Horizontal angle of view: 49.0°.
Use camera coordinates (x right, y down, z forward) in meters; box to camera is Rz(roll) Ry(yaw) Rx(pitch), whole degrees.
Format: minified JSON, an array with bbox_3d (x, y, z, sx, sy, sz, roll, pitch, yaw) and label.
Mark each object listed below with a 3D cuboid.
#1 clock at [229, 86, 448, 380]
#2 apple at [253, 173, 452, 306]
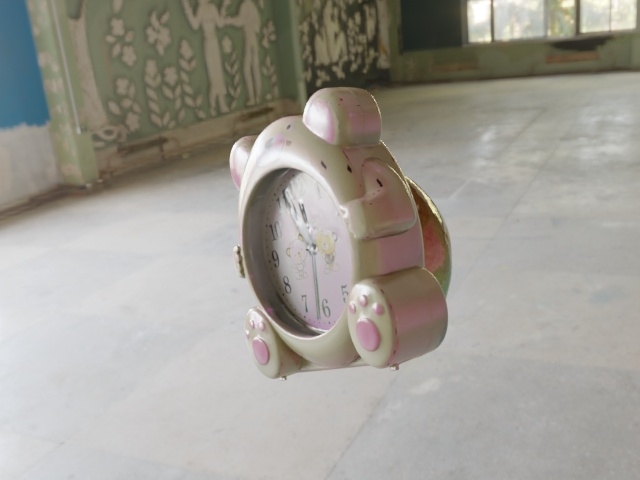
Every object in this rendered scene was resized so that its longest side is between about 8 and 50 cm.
[{"bbox_3d":[0.000,0.000,0.824,0.114,0.310,0.284,-11,-5,-38],"label":"clock"},{"bbox_3d":[0.053,0.031,1.137,0.339,0.340,0.339,-5,18,2],"label":"apple"}]
